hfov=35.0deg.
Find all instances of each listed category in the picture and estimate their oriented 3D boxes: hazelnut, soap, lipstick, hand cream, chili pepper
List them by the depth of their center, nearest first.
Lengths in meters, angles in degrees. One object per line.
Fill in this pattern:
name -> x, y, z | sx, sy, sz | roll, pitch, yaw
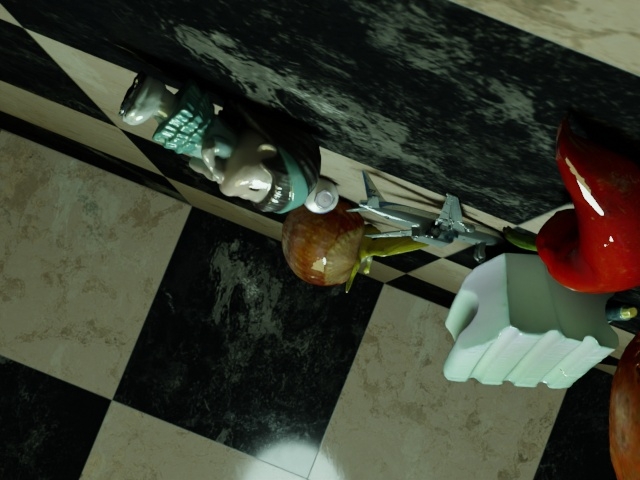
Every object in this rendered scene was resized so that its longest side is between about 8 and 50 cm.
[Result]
chili pepper -> 0.241, -0.017, 0.888 | 0.137, 0.092, 0.368 | 40, 172, 11
soap -> 0.294, 0.123, 1.453 | 0.208, 0.115, 0.347 | 3, 162, 1
hand cream -> -0.009, -0.074, 1.548 | 0.084, 0.053, 0.142 | 23, -174, -17
lipstick -> 0.460, 0.114, 1.584 | 0.037, 0.037, 0.116 | 23, 172, -11
hazelnut -> 0.000, 0.000, 1.674 | 0.143, 0.154, 0.143 | 10, -145, -7

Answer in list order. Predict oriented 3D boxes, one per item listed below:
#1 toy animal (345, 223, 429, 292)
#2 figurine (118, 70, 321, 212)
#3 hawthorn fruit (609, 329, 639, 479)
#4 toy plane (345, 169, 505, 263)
toy animal -> 0.074, 0.029, 1.775 | 0.219, 0.155, 0.095 | 13, 164, 11
figurine -> -0.113, -0.116, 1.182 | 0.245, 0.110, 0.138 | 28, 176, -15
hawthorn fruit -> 0.428, 0.197, 1.007 | 0.315, 0.316, 0.316 | 22, 175, 2
toy plane -> 0.144, -0.023, 1.328 | 0.226, 0.058, 0.226 | 24, 159, -18
